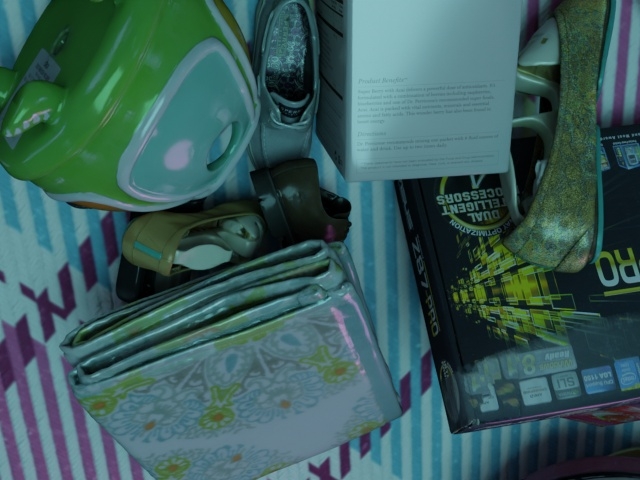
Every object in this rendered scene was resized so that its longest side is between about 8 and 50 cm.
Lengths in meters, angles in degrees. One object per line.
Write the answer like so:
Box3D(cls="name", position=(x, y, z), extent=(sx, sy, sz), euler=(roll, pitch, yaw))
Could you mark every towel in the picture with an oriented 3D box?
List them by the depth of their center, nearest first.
Box3D(cls="towel", position=(-0.081, 0.165, 1.018), extent=(0.320, 0.090, 0.374), euler=(-21, 140, 1))

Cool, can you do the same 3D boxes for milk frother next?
Box3D(cls="milk frother", position=(-0.216, -0.005, 0.981), extent=(0.143, 0.129, 0.135), euler=(23, 112, 25))

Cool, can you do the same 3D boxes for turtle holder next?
Box3D(cls="turtle holder", position=(-0.175, -0.178, 0.855), extent=(0.227, 0.243, 0.320), euler=(30, 67, -37))

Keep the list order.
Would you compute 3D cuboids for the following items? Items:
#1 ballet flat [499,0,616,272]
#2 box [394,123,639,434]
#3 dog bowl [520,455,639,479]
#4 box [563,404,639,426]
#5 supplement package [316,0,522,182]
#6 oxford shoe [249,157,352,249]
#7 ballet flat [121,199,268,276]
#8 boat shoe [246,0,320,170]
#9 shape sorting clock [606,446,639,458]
Box3D(cls="ballet flat", position=(0.250, -0.140, 0.940), extent=(0.123, 0.123, 0.349), euler=(12, 76, -16))
Box3D(cls="box", position=(0.308, 0.032, 1.000), extent=(0.394, 0.097, 0.318), euler=(-7, 73, -9))
Box3D(cls="dog bowl", position=(0.407, 0.460, 1.205), extent=(0.407, 0.150, 0.408), euler=(4, 130, 5))
Box3D(cls="box", position=(0.299, 0.149, 1.104), extent=(0.256, 0.128, 0.123), euler=(16, 67, -18))
Box3D(cls="supplement package", position=(0.094, -0.229, 0.896), extent=(0.177, 0.175, 0.293), euler=(-4, 114, -9))
Box3D(cls="oxford shoe", position=(0.000, 0.000, 1.005), extent=(0.096, 0.083, 0.227), euler=(-22, 134, -1))
Box3D(cls="ballet flat", position=(-0.112, 0.005, 0.937), extent=(0.232, 0.073, 0.080), euler=(-13, 125, -56))
Box3D(cls="boat shoe", position=(-0.041, -0.159, 0.949), extent=(0.079, 0.081, 0.228), euler=(-2, 114, -11))
Box3D(cls="shape sorting clock", position=(0.454, 0.396, 1.312), extent=(0.206, 0.040, 0.206), euler=(-4, 114, -8))
